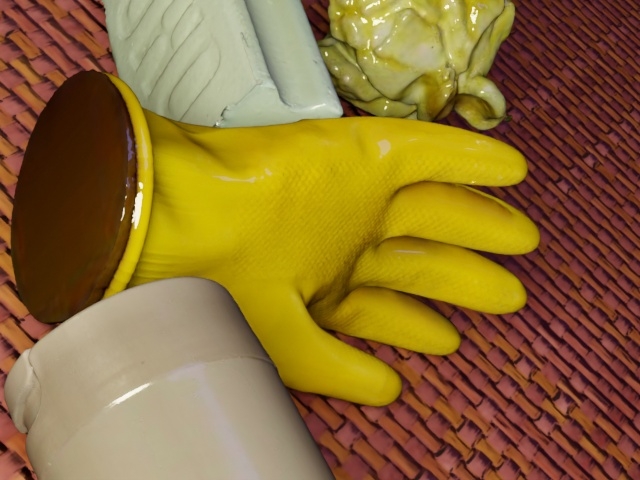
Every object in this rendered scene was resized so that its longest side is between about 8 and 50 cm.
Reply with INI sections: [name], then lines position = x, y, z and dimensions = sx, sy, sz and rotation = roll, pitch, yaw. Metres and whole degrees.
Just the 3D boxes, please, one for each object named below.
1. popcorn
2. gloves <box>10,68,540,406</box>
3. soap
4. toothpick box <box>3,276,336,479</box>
[popcorn]
position = 0.062, -0.145, 1.067
dimensions = 0.141, 0.135, 0.162
rotation = 9, 41, -49
[gloves]
position = 0.001, -0.001, 0.834
dimensions = 0.294, 0.133, 0.116
rotation = 10, 38, -36
[soap]
position = -0.063, -0.110, 0.915
dimensions = 0.063, 0.114, 0.198
rotation = 15, 40, -34
[toothpick box]
position = -0.046, 0.115, 0.670
dimensions = 0.111, 0.111, 0.181
rotation = -3, 53, -47
